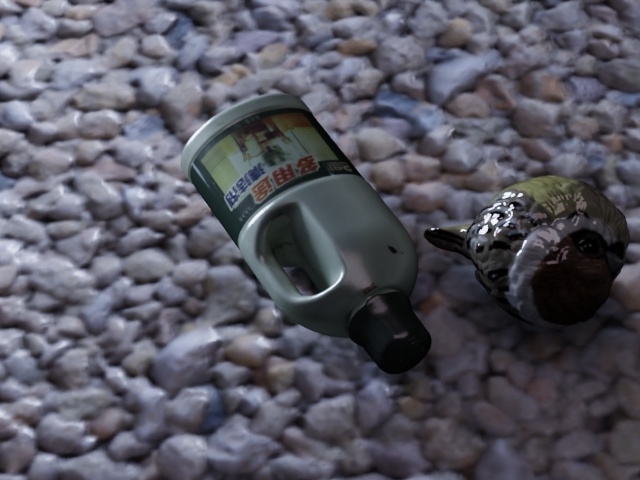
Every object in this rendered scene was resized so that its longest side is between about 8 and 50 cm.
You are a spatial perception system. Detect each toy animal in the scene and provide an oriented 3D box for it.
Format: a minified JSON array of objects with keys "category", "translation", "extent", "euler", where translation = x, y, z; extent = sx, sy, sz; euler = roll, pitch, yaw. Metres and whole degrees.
[{"category":"toy animal","translation":[0.127,0.012,1.235],"extent":[0.137,0.098,0.098],"euler":[-8,48,19]}]

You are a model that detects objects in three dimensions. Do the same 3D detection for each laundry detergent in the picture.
[{"category":"laundry detergent","translation":[0.000,0.000,1.267],"extent":[0.099,0.070,0.225],"euler":[-19,51,-22]}]
